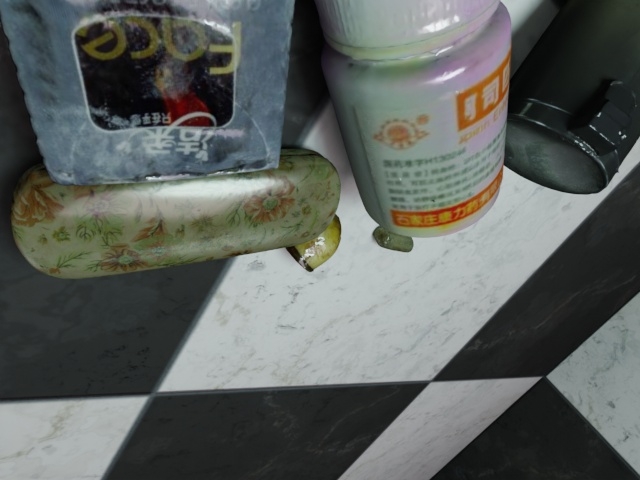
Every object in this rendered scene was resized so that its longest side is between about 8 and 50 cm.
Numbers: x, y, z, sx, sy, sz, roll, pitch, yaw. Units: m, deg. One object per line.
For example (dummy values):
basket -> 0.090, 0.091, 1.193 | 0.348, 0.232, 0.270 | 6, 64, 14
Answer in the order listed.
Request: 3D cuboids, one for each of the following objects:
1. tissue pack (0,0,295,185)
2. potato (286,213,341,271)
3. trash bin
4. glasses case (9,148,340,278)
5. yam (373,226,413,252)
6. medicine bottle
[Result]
tissue pack -> -0.154, -0.231, 0.399 | 0.260, 0.122, 0.361 | -6, 132, -22
potato -> 0.000, 0.000, 0.757 | 0.103, 0.066, 0.096 | -44, 141, 7
trash bin -> 0.414, -0.247, 0.639 | 0.203, 0.252, 0.301 | 35, 90, -4
glasses case -> -0.168, -0.043, 0.584 | 0.426, 0.098, 0.156 | -9, 129, -26
yam -> 0.151, -0.001, 0.869 | 0.094, 0.043, 0.043 | 10, 122, -40
medicine bottle -> 0.122, -0.199, 0.539 | 0.219, 0.219, 0.388 | -30, 137, -6
